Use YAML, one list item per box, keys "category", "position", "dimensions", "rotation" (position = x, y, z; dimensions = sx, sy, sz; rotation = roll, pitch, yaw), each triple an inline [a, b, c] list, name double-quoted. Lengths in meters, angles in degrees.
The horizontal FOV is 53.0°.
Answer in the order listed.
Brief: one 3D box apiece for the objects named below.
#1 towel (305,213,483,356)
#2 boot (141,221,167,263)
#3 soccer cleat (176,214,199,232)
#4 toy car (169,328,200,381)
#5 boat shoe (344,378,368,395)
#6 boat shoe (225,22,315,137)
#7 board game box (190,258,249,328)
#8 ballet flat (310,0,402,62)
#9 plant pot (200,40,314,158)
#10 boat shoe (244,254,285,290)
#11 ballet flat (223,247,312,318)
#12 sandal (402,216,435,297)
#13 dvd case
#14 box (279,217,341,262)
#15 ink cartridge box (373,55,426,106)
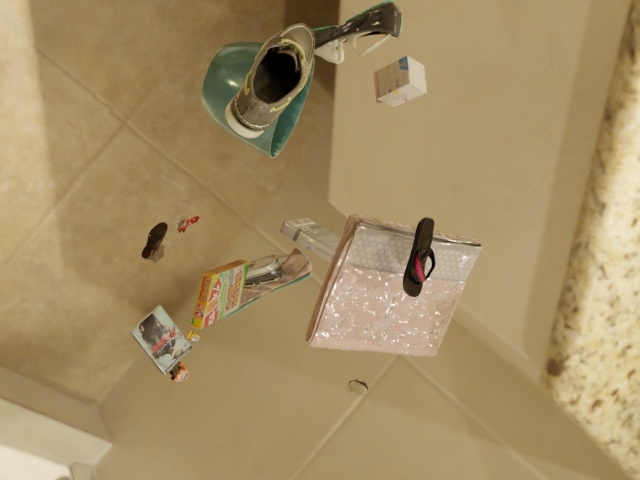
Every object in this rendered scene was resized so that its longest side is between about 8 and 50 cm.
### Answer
- category: "towel"
  position: [0.163, 0.115, 1.406]
  dimensions: [0.332, 0.053, 0.317]
  rotation: [10, 114, -22]
- category: "boot"
  position: [-0.409, 0.008, 1.629]
  dimensions: [0.106, 0.037, 0.114]
  rotation: [-57, 174, -6]
- category: "soccer cleat"
  position: [-0.339, -0.050, 1.633]
  dimensions: [0.083, 0.035, 0.029]
  rotation: [-33, 162, 35]
- category: "toy car"
  position: [-0.301, 0.268, 1.468]
  dimensions: [0.040, 0.060, 0.122]
  rotation: [33, 73, -24]
- category: "boat shoe"
  position: [0.120, 0.455, 2.011]
  dimensions: [0.043, 0.137, 0.049]
  rotation: [-24, 86, -24]
- category: "boat shoe"
  position: [-0.072, -0.315, 1.195]
  dimensions: [0.109, 0.091, 0.305]
  rotation: [36, 52, -14]
- category: "board game box"
  position: [-0.226, 0.118, 1.498]
  dimensions: [0.039, 0.259, 0.124]
  rotation: [15, 98, 8]
- category: "ballet flat"
  position: [0.057, -0.467, 1.487]
  dimensions: [0.095, 0.280, 0.096]
  rotation: [-27, 105, -61]
- category: "plant pot"
  position: [-0.181, -0.403, 1.746]
  dimensions: [0.235, 0.293, 0.293]
  rotation: [24, 102, 4]
- category: "boat shoe"
  position: [-0.197, 0.102, 1.743]
  dimensions: [0.070, 0.219, 0.078]
  rotation: [62, 31, -23]
- category: "ballet flat"
  position: [-0.175, 0.112, 1.827]
  dimensions: [0.316, 0.107, 0.106]
  rotation: [-27, 97, 7]
- category: "sandal"
  position: [0.203, 0.041, 1.274]
  dimensions: [0.067, 0.040, 0.179]
  rotation: [-24, 131, -45]
- category: "dvd case"
  position: [-0.331, 0.207, 1.338]
  dimensions: [0.087, 0.013, 0.119]
  rotation: [-45, 113, -36]
- category: "box"
  position: [0.000, 0.000, 1.766]
  dimensions: [0.145, 0.186, 0.038]
  rotation: [-14, 130, -65]
- category: "ink cartridge box"
  position: [0.229, -0.467, 1.910]
  dimensions: [0.090, 0.143, 0.092]
  rotation: [11, 70, -46]
